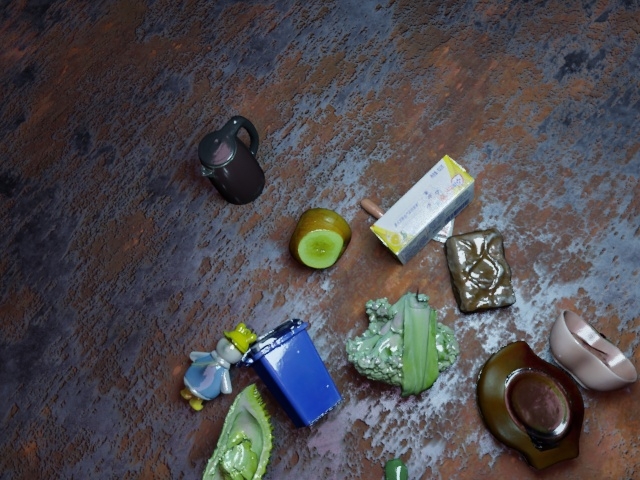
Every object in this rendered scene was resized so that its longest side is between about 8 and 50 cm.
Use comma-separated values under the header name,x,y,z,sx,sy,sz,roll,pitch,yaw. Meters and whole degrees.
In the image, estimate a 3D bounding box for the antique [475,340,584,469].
name,x,y,z,sx,sy,sz,roll,pitch,yaw
antique,0.479,0.373,1.134,0.223,0.129,0.279,-15,75,1

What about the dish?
name,x,y,z,sx,sy,sz,roll,pitch,yaw
dish,0.611,0.268,1.146,0.213,0.213,0.090,44,117,17

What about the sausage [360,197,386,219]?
name,x,y,z,sx,sy,sz,roll,pitch,yaw
sausage,0.146,-0.085,1.365,0.083,0.034,0.034,41,83,17

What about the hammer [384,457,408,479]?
name,x,y,z,sx,sy,sz,roll,pitch,yaw
hammer,0.181,0.671,1.111,0.206,0.119,0.336,-3,67,6

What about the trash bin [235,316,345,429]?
name,x,y,z,sx,sy,sz,roll,pitch,yaw
trash bin,-0.072,0.328,1.202,0.183,0.162,0.235,-30,80,-26

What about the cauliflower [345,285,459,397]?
name,x,y,z,sx,sy,sz,roll,pitch,yaw
cauliflower,0.199,0.215,1.154,0.256,0.239,0.316,16,121,11

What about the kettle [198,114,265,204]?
name,x,y,z,sx,sy,sz,roll,pitch,yaw
kettle,-0.231,-0.221,1.356,0.144,0.232,0.202,35,81,15

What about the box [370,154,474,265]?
name,x,y,z,sx,sy,sz,roll,pitch,yaw
box,0.263,-0.070,1.260,0.265,0.168,0.097,-45,69,4

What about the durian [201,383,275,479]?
name,x,y,z,sx,sy,sz,roll,pitch,yaw
durian,-0.221,0.517,1.159,0.157,0.169,0.356,3,61,37

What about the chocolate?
name,x,y,z,sx,sy,sz,roll,pitch,yaw
chocolate,0.401,0.069,1.249,0.148,0.093,0.214,-10,76,1

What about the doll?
name,x,y,z,sx,sy,sz,roll,pitch,yaw
doll,-0.264,0.320,1.276,0.241,0.099,0.135,-48,34,-8

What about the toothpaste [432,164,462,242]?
name,x,y,z,sx,sy,sz,roll,pitch,yaw
toothpaste,0.351,-0.100,1.343,0.052,0.033,0.219,13,81,10

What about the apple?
name,x,y,z,sx,sy,sz,roll,pitch,yaw
apple,0.002,-0.005,1.297,0.147,0.163,0.147,22,121,3
